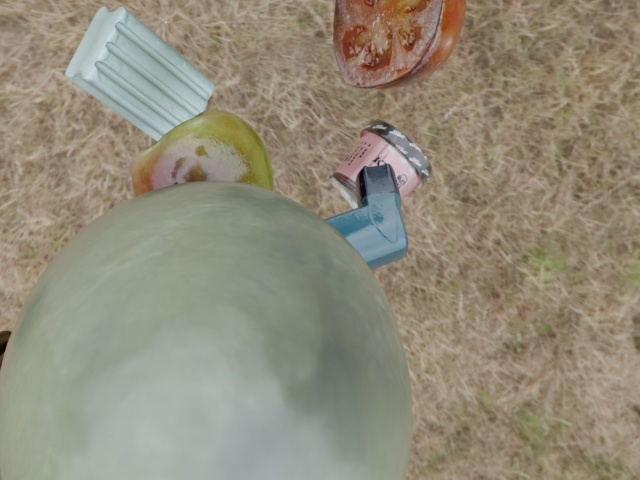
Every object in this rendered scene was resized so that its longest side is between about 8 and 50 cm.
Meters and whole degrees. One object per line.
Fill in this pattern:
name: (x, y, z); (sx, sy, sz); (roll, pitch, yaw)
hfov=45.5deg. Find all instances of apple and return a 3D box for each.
apple: (-0.159, -0.082, 1.102); (0.207, 0.173, 0.188); (-36, 104, -30)

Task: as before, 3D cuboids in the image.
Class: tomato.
tomato: (0.175, -0.448, 1.555); (0.143, 0.338, 0.339); (8, 105, -38)

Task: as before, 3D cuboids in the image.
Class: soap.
soap: (-0.346, -0.314, 1.503); (0.265, 0.087, 0.160); (35, 73, -48)

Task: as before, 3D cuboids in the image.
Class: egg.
egg: (-0.070, 0.093, 0.493); (0.258, 0.352, 0.259); (-2, 113, -5)

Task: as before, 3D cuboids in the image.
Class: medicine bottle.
medicine bottle: (0.000, 0.000, 0.985); (0.258, 0.079, 0.124); (-22, 68, -9)

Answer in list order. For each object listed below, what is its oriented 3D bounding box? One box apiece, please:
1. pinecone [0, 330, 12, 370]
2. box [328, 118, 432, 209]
pinecone: (-0.209, 0.278, 0.733); (0.397, 0.398, 0.398); (-3, 106, -11)
box: (0.101, -0.118, 1.368); (0.135, 0.151, 0.151); (-46, 109, -9)
